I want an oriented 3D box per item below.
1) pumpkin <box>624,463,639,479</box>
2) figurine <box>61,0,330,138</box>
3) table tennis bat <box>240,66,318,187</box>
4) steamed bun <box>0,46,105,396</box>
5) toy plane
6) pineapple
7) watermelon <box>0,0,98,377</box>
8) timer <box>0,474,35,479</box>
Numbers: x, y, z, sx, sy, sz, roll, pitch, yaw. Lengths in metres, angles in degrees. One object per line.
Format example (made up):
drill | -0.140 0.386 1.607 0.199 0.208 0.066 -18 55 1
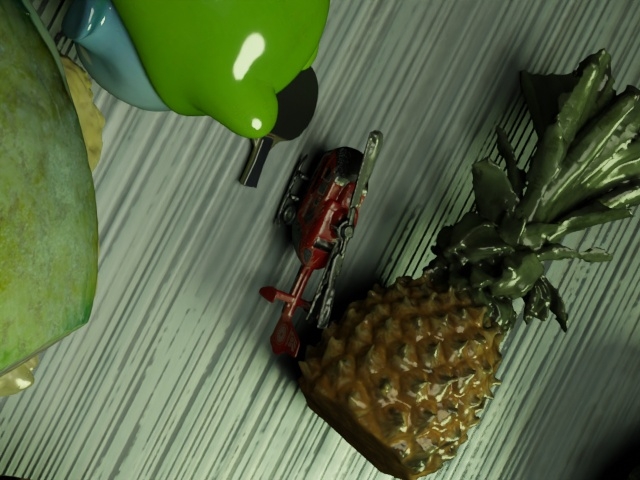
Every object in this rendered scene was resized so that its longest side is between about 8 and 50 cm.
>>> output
pumpkin | 0.273 0.229 1.131 0.190 0.146 0.190 0 110 1
figurine | -0.095 -0.174 0.833 0.143 0.162 0.263 -29 109 25
table tennis bat | -0.029 -0.071 0.972 0.050 0.007 0.083 19 91 -31
steamed bun | -0.229 0.000 0.806 0.295 0.137 0.292 -14 109 -27
toy plane | 0.000 0.000 0.974 0.037 0.060 0.145 21 93 -31
pineapple | 0.102 0.011 1.009 0.130 0.119 0.277 39 77 14
watermelon | -0.234 -0.059 0.669 0.224 0.180 0.305 -29 87 -49
timer | -0.173 0.236 0.829 0.230 0.215 0.229 -2 126 -3
